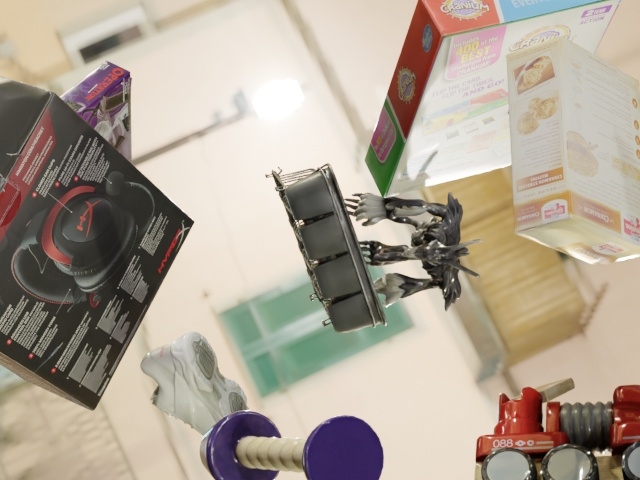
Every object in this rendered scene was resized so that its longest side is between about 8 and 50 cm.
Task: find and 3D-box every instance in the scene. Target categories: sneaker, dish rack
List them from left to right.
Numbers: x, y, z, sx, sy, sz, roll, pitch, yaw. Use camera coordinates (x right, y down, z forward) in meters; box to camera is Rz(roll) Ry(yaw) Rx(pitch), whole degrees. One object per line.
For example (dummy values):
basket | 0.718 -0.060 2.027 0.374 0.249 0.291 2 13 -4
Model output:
sneaker | -0.182 0.230 2.163 0.090 0.115 0.232 -72 142 -53
dish rack | 0.000 0.000 1.893 0.271 0.074 0.208 -129 -160 -79

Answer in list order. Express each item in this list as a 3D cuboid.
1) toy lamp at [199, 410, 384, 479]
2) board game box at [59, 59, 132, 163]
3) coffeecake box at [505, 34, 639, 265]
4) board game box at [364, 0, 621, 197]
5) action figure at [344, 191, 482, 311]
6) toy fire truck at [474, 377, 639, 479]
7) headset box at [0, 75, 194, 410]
toy lamp | -0.036 0.188 1.313 0.275 0.080 0.080 -9 -74 65
board game box | -0.326 -0.046 1.991 0.056 0.208 0.346 29 -41 22
coffeecake box | 0.250 -0.084 1.453 0.142 0.068 0.185 19 63 -44
board game box | 0.201 -0.190 1.801 0.316 0.242 0.064 108 -38 -55
action figure | 0.113 0.009 2.062 0.276 0.141 0.164 -161 -115 -67
toy fire truck | 0.281 0.207 1.606 0.158 0.217 0.246 71 19 -44
headset box | -0.269 -0.002 1.377 0.110 0.218 0.293 18 -15 32
